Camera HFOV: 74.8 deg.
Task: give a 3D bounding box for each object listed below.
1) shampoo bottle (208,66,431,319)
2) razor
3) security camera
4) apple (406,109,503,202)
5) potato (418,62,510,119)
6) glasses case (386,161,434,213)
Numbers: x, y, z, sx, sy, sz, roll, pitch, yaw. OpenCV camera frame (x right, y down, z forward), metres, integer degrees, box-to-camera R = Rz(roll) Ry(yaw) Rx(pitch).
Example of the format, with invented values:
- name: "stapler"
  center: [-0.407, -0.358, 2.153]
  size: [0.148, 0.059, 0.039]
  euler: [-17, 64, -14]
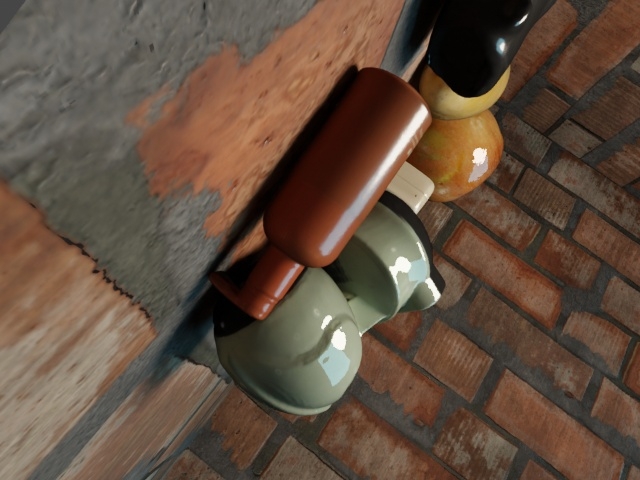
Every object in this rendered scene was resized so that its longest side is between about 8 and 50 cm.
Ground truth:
- name: "shampoo bottle"
  center: [0.000, -0.036, 0.383]
  size: [0.244, 0.085, 0.085]
  euler: [-53, 175, 1]
- name: "razor"
  center: [0.243, -0.325, 0.444]
  size: [0.349, 0.113, 0.204]
  euler: [-51, 174, 4]
- name: "security camera"
  center: [-0.002, 0.071, 0.513]
  size: [0.197, 0.191, 0.277]
  euler: [-13, -153, 51]
- name: "apple"
  center: [0.271, -0.215, 0.937]
  size: [0.253, 0.253, 0.253]
  euler: [-52, 175, -7]
- name: "potato"
  center: [0.245, -0.281, 0.709]
  size: [0.234, 0.146, 0.150]
  euler: [-40, 134, -67]
- name: "glasses case"
  center: [0.109, -0.058, 0.888]
  size: [0.076, 0.144, 0.336]
  euler: [-52, 174, -22]
